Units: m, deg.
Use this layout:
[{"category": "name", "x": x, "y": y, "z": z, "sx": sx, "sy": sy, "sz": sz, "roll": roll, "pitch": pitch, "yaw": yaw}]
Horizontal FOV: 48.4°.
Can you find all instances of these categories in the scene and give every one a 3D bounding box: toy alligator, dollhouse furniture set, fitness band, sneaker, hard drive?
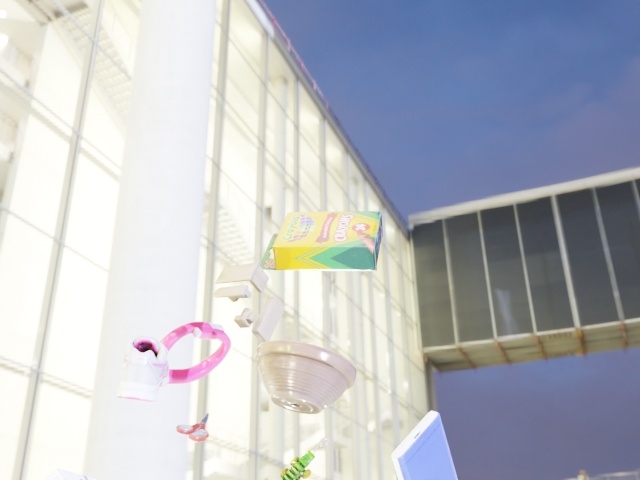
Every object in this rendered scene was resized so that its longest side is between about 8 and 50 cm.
[{"category": "toy alligator", "x": -0.049, "y": 0.577, "z": 1.823, "sx": 0.190, "sy": 0.056, "sz": 0.051, "roll": -49, "pitch": -25, "yaw": -4}, {"category": "dollhouse furniture set", "x": -0.195, "y": 0.165, "z": 1.849, "sx": 0.123, "sy": 0.144, "sz": 0.151, "roll": -8, "pitch": -48, "yaw": 36}, {"category": "fitness band", "x": -0.376, "y": 0.331, "z": 2.069, "sx": 0.209, "sy": 0.054, "sz": 0.291, "roll": -52, "pitch": -28, "yaw": 9}, {"category": "sneaker", "x": -0.364, "y": 0.254, "z": 1.503, "sx": 0.102, "sy": 0.111, "sz": 0.252, "roll": 10, "pitch": 3, "yaw": -11}, {"category": "hard drive", "x": 0.322, "y": 0.701, "z": 2.128, "sx": 0.040, "sy": 0.210, "sz": 0.319, "roll": 7, "pitch": -57, "yaw": 44}]

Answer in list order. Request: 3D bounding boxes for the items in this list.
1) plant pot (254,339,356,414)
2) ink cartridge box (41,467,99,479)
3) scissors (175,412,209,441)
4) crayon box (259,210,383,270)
[{"category": "plant pot", "x": -0.044, "y": 0.322, "z": 1.614, "sx": 0.237, "sy": 0.110, "sz": 0.237, "roll": 11, "pitch": -30, "yaw": 6}, {"category": "ink cartridge box", "x": -0.728, "y": 0.787, "z": 2.060, "sx": 0.198, "sy": 0.115, "sz": 0.273, "roll": -41, "pitch": -35, "yaw": -2}, {"category": "scissors", "x": -0.403, "y": 0.643, "z": 2.453, "sx": 0.109, "sy": 0.021, "sz": 0.297, "roll": 17, "pitch": 0, "yaw": 14}, {"category": "crayon box", "x": 0.000, "y": 0.000, "z": 1.915, "sx": 0.318, "sy": 0.202, "sz": 0.081, "roll": -1, "pitch": -61, "yaw": 11}]
